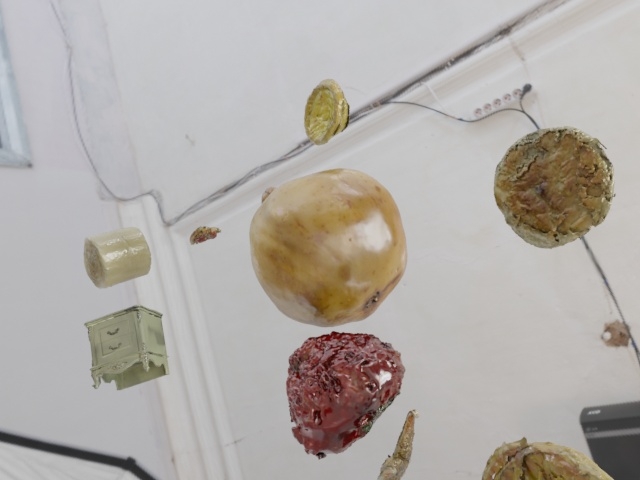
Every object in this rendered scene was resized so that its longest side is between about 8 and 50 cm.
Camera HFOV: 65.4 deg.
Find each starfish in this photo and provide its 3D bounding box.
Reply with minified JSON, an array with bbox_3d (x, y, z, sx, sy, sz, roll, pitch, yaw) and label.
[{"bbox_3d":[0.133,0.432,0.930,0.050,0.138,0.247,15,-61,23],"label":"starfish"}]

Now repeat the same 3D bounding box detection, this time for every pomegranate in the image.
[{"bbox_3d":[0.000,0.000,1.181,0.410,0.410,0.410,2,-87,37],"label":"pomegranate"}]

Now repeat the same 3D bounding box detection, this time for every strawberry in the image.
[{"bbox_3d":[0.030,0.288,0.999,0.220,0.274,0.274,40,-66,21],"label":"strawberry"}]

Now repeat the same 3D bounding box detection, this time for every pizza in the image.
[{"bbox_3d":[-0.343,-0.015,1.448,0.100,0.099,0.029,-27,-103,-3],"label":"pizza"}]

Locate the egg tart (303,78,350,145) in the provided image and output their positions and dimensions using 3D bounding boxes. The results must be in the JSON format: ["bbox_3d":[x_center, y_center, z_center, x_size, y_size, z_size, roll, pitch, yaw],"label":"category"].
[{"bbox_3d":[0.021,-0.356,1.398,0.191,0.074,0.191,3,-87,55],"label":"egg tart"}]

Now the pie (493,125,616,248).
[{"bbox_3d":[0.498,-0.116,1.089,0.274,0.055,0.274,-4,-96,53],"label":"pie"}]

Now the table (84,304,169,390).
[{"bbox_3d":[-0.241,0.136,0.625,0.079,0.062,0.083,-19,-112,5],"label":"table"}]

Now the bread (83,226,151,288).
[{"bbox_3d":[-0.563,0.048,1.381,0.134,0.141,0.148,34,-53,35],"label":"bread"}]

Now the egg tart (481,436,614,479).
[{"bbox_3d":[0.319,0.396,0.666,0.232,0.098,0.252,-30,-124,36],"label":"egg tart"}]
